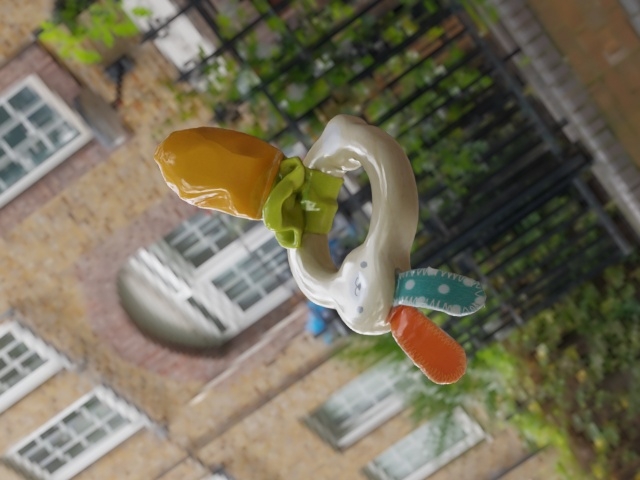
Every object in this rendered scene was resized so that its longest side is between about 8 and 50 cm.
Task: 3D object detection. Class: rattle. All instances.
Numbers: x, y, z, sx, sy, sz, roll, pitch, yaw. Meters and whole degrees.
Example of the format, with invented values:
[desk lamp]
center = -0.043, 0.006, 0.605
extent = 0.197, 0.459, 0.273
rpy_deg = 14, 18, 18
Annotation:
[rattle]
center = 0.000, 0.000, 0.877
extent = 0.143, 0.130, 0.200
rpy_deg = 28, -150, -42
